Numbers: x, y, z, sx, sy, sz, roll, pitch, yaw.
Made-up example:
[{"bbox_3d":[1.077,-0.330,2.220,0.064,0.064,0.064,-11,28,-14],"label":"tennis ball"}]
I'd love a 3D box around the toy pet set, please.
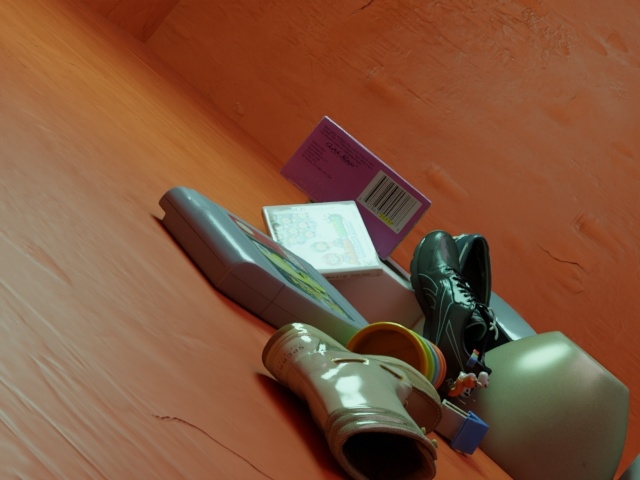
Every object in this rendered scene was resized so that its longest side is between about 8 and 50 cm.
[{"bbox_3d":[0.188,0.201,1.265,0.065,0.114,0.122,31,5,10],"label":"toy pet set"}]

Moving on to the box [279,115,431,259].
[{"bbox_3d":[0.065,-0.084,1.672,0.213,0.117,0.243,40,5,4],"label":"box"}]

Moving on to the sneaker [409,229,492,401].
[{"bbox_3d":[0.197,0.100,1.486,0.101,0.106,0.267,26,52,-39],"label":"sneaker"}]

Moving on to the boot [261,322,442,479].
[{"bbox_3d":[0.060,0.164,0.914,0.213,0.077,0.165,29,10,-36],"label":"boot"}]

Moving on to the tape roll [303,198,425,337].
[{"bbox_3d":[0.061,0.059,1.634,0.286,0.100,0.286,40,5,-4],"label":"tape roll"}]

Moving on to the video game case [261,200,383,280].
[{"bbox_3d":[0.000,0.000,1.472,0.143,0.019,0.157,-4,41,-15],"label":"video game case"}]

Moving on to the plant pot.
[{"bbox_3d":[0.337,0.245,1.509,0.284,0.191,0.284,39,6,-5],"label":"plant pot"}]

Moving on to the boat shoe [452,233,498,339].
[{"bbox_3d":[0.241,0.114,1.686,0.095,0.254,0.079,12,-11,-22],"label":"boat shoe"}]

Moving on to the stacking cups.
[{"bbox_3d":[0.104,0.161,1.246,0.096,0.096,0.316,41,1,17],"label":"stacking cups"}]

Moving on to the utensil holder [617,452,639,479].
[{"bbox_3d":[0.621,0.360,1.459,0.328,0.385,0.327,39,6,-5],"label":"utensil holder"}]

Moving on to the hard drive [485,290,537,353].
[{"bbox_3d":[0.264,0.172,1.779,0.054,0.172,0.254,8,21,-29],"label":"hard drive"}]

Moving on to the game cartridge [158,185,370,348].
[{"bbox_3d":[-0.048,0.052,1.223,0.294,0.060,0.196,34,12,-47],"label":"game cartridge"}]
